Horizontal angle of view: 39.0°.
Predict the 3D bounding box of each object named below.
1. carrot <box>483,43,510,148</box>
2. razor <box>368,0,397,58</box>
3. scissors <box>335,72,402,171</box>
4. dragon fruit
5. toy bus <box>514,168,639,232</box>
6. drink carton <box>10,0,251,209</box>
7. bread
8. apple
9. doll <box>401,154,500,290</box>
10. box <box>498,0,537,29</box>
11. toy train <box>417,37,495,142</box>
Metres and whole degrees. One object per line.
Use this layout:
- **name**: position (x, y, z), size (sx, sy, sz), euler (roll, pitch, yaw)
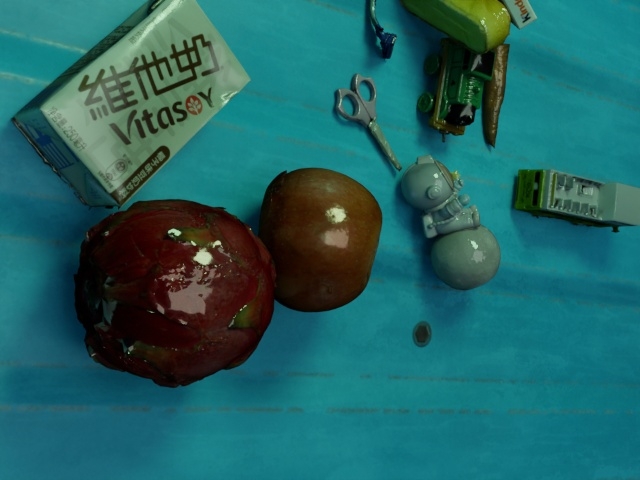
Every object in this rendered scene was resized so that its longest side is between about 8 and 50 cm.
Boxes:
- **carrot**: position (0.369, -0.310, 1.934), size (0.057, 0.057, 0.224), euler (-3, 101, -35)
- **razor**: position (0.125, -0.521, 1.743), size (0.056, 0.093, 0.324), euler (4, 86, 0)
- **scissors**: position (0.103, -0.221, 1.760), size (0.110, 0.021, 0.212), euler (-46, 117, -28)
- **dragon fruit**: position (-0.225, 0.075, 1.389), size (0.301, 0.295, 0.296), euler (-6, 96, -37)
- **toy bus**: position (0.582, -0.092, 2.037), size (0.301, 0.139, 0.113), euler (8, 86, -34)
- **drink carton**: position (-0.289, -0.223, 1.417), size (0.324, 0.132, 0.194), euler (-49, 119, -24)
- **bread**: position (0.259, -0.448, 1.740), size (0.094, 0.245, 0.102), euler (-36, 149, -25)
- **apple**: position (0.000, 0.000, 1.547), size (0.206, 0.272, 0.252), euler (4, 66, 3)
- **doll**: position (0.254, -0.040, 1.818), size (0.151, 0.151, 0.287), euler (-37, 106, -28)
- **box**: position (0.307, -0.562, 1.756), size (0.048, 0.265, 0.273), euler (-31, 117, 11)
- **toy train**: position (0.277, -0.311, 1.809), size (0.091, 0.136, 0.228), euler (12, 84, -36)
